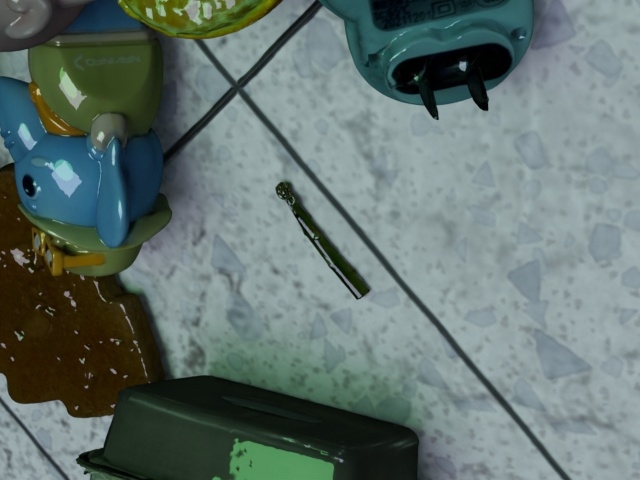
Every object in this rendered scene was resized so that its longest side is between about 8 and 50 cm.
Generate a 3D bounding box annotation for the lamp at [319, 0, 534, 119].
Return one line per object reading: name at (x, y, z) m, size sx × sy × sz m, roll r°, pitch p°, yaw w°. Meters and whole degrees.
lamp at (0.078, -0.223, 0.987) m, size 0.209 × 0.147 × 0.284 m, roll -10°, pitch 117°, yaw 4°

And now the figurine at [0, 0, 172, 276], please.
figurine at (-0.212, -0.098, 1.225) m, size 0.180 × 0.154 × 0.262 m, roll -4°, pitch 92°, yaw 39°

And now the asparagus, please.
asparagus at (0.000, 0.000, 1.214) m, size 0.018 × 0.015 × 0.127 m, roll -38°, pitch 91°, yaw 26°

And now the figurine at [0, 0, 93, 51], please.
figurine at (-0.281, -0.277, 1.118) m, size 0.176 × 0.287 × 0.186 m, roll -20°, pitch 139°, yaw 7°

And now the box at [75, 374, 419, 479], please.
box at (-0.056, 0.229, 1.223) m, size 0.291 × 0.220 × 0.166 m, roll 12°, pitch 94°, yaw 24°

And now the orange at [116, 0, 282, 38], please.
orange at (-0.092, -0.282, 1.054) m, size 0.179 × 0.158 × 0.237 m, roll -12°, pitch 109°, yaw 23°

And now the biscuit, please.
biscuit at (-0.276, 0.079, 1.381) m, size 0.301 × 0.043 × 0.278 m, roll 38°, pitch 122°, yaw 8°
